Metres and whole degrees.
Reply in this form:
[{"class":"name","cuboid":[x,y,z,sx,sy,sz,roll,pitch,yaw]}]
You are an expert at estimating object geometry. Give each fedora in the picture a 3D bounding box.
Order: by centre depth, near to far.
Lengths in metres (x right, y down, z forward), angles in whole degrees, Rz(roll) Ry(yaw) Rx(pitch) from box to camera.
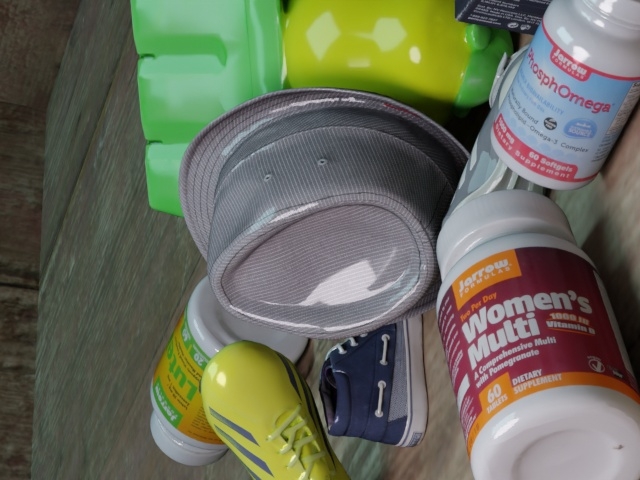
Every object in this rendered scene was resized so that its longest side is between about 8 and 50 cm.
[{"class":"fedora","cuboid":[0.000,0.000,1.490,0.124,0.275,0.243,-70,-34,-56]}]

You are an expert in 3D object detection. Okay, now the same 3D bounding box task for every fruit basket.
[{"class":"fruit basket","cuboid":[0.018,-0.180,1.628,0.283,0.392,0.392,-29,-44,-67]}]

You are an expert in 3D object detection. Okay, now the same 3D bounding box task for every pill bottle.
[{"class":"pill bottle","cuboid":[0.146,0.072,1.233,0.221,0.121,0.121,-100,26,-47]},{"class":"pill bottle","cuboid":[0.186,-0.120,1.262,0.087,0.087,0.160,-100,25,-48]},{"class":"pill bottle","cuboid":[-0.112,0.150,2.006,0.245,0.136,0.136,119,155,-48]}]

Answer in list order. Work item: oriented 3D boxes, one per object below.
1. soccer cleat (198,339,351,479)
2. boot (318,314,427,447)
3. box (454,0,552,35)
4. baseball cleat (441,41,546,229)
[{"class":"soccer cleat","cuboid":[-0.016,0.200,1.569,0.121,0.093,0.289,41,161,49]},{"class":"boot","cuboid":[0.043,0.097,1.614,0.069,0.086,0.190,117,156,-44]},{"class":"box","cuboid":[0.173,-0.263,1.376,0.158,0.093,0.156,128,147,-60]},{"class":"baseball cleat","cuboid":[0.150,-0.064,1.416,0.109,0.072,0.206,-83,15,-62]}]
